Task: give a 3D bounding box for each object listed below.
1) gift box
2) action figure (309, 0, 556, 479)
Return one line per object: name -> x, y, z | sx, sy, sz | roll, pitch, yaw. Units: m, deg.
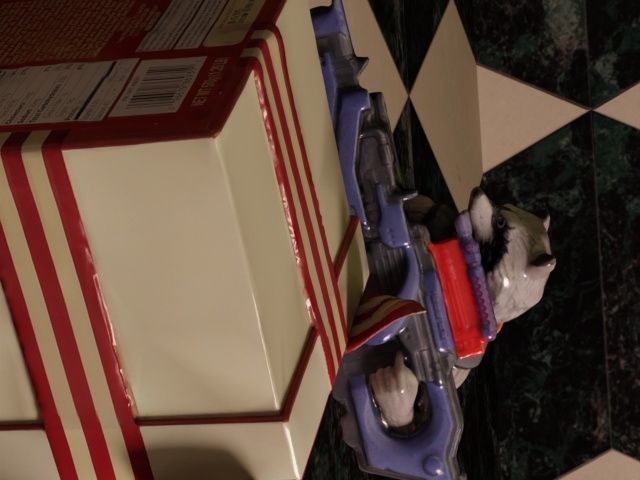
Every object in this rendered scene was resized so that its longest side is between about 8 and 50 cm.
gift box -> -0.095, 0.011, 1.149 | 0.255, 0.276, 0.258 | -62, 148, -54
action figure -> 0.000, 0.000, 1.373 | 0.178, 0.330, 0.341 | -34, 119, -74
